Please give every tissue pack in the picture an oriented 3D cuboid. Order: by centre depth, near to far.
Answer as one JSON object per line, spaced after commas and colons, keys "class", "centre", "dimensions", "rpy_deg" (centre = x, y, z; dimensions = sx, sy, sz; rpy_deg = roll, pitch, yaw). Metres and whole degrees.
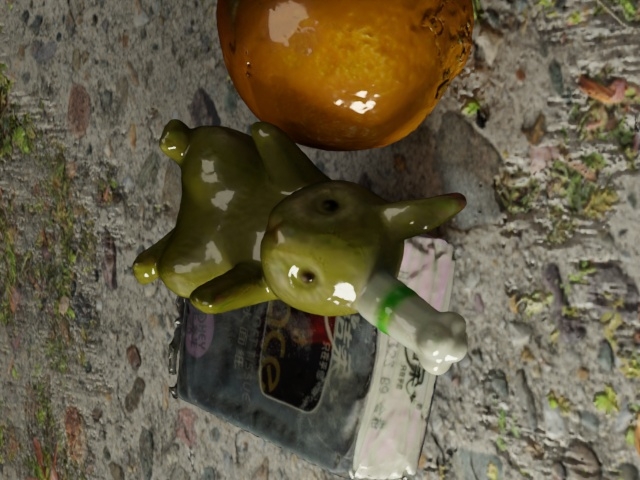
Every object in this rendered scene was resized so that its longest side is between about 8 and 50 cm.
{"class": "tissue pack", "centre": [-0.016, 0.088, 1.664], "dimensions": [0.361, 0.122, 0.259], "rpy_deg": [17, 101, 54]}

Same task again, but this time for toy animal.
{"class": "toy animal", "centre": [-0.018, -0.005, 1.442], "dimensions": [0.363, 0.180, 0.181], "rpy_deg": [15, 90, 51]}

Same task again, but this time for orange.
{"class": "orange", "centre": [0.022, -0.207, 1.491], "dimensions": [0.246, 0.246, 0.246], "rpy_deg": [4, 95, 53]}
